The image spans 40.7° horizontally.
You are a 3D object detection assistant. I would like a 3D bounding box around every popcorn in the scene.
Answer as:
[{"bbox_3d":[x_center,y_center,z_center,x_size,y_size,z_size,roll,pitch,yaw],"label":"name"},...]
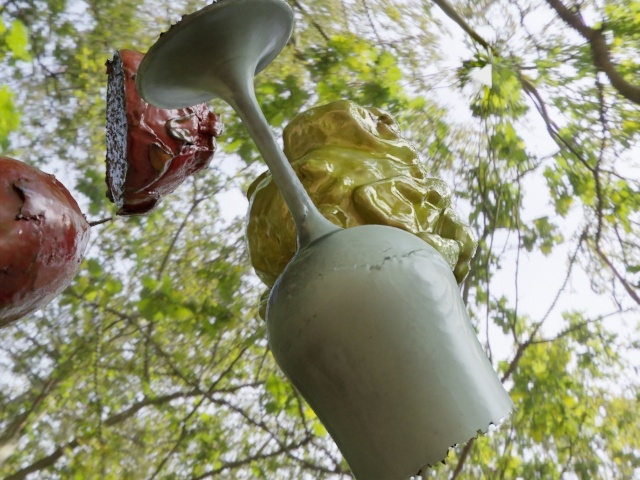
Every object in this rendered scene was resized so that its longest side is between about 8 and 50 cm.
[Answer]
[{"bbox_3d":[0.049,-0.006,1.105,0.312,0.312,0.312,2,-78,11],"label":"popcorn"}]

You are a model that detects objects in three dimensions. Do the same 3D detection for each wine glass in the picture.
[{"bbox_3d":[0.000,0.000,0.348,0.079,0.079,0.195,-33,-104,15],"label":"wine glass"}]

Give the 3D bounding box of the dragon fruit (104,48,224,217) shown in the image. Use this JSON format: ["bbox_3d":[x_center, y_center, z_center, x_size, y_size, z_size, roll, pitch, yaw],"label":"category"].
[{"bbox_3d":[-0.213,-0.147,1.185,0.148,0.218,0.223,-3,-75,-21],"label":"dragon fruit"}]

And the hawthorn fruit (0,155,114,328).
[{"bbox_3d":[-0.310,-0.005,0.841,0.181,0.235,0.181,23,-57,39],"label":"hawthorn fruit"}]
